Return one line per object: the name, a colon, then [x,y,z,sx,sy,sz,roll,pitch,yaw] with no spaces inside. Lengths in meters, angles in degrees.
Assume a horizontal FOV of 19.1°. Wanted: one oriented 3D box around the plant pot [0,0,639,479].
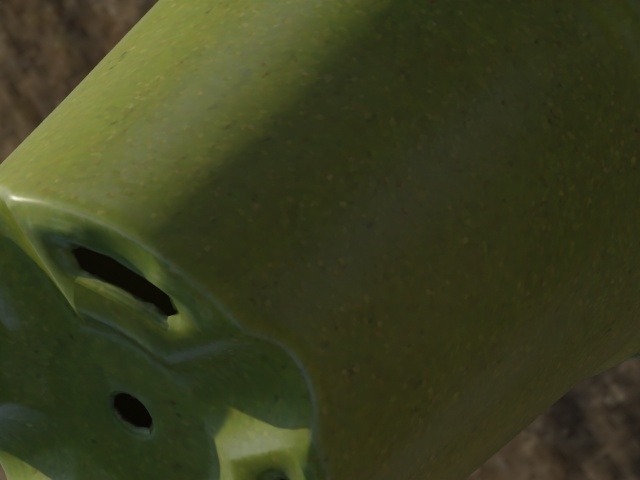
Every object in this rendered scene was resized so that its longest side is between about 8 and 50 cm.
plant pot: [0.000,0.000,0.711,0.276,0.254,0.276,22,133,25]
